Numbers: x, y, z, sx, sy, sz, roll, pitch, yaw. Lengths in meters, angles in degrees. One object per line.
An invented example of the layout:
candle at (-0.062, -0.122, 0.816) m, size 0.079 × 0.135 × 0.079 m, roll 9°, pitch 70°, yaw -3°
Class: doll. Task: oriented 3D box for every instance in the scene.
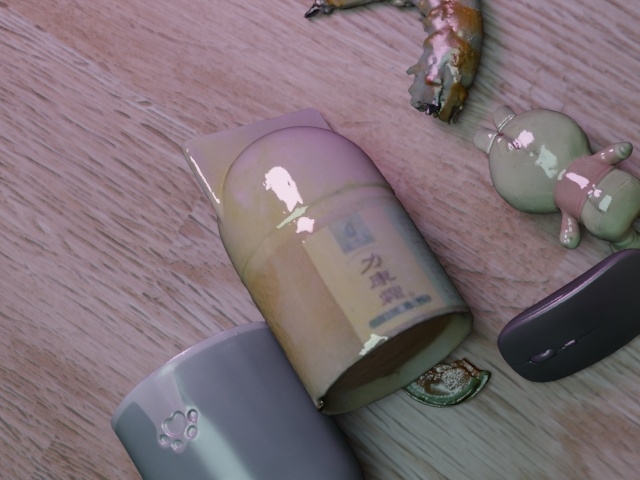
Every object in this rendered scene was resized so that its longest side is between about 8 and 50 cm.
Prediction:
doll at (0.316, -0.087, 1.601) m, size 0.275 × 0.113 × 0.155 m, roll 37°, pitch 100°, yaw 18°

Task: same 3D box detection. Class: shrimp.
shrimp at (0.123, -0.308, 1.715) m, size 0.287 × 0.068 × 0.185 m, roll 41°, pitch 97°, yaw 20°

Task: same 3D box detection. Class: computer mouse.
computer mouse at (0.338, 0.100, 1.583) m, size 0.232 × 0.057 × 0.120 m, roll -34°, pitch 119°, yaw 13°

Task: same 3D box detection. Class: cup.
cup at (-0.119, 0.319, 1.659) m, size 0.274 × 0.259 × 0.357 m, roll 55°, pitch 135°, yaw 20°

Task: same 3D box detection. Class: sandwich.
sandwich at (0.162, 0.191, 1.672) m, size 0.135 × 0.029 × 0.067 m, roll -1°, pitch 86°, yaw 21°

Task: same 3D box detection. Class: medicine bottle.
medicine bottle at (0.000, 0.000, 1.635) m, size 0.235 × 0.235 × 0.406 m, roll -37°, pitch 68°, yaw 13°
